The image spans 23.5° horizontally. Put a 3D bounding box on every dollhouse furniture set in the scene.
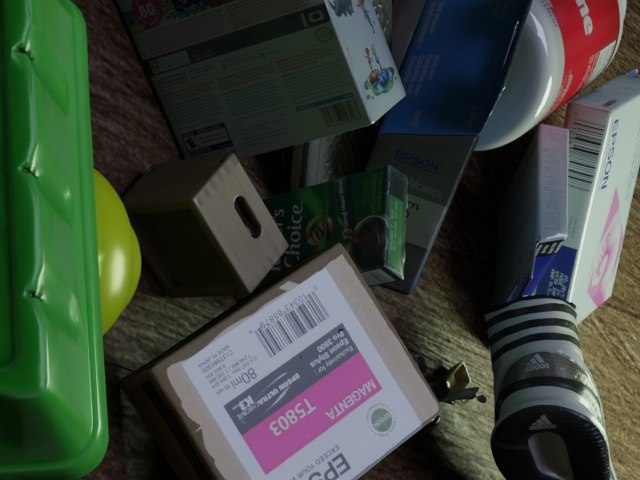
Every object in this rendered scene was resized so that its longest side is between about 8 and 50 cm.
[{"bbox_3d":[0.168,0.159,1.836,0.114,0.081,0.091,-40,113,-55],"label":"dollhouse furniture set"}]

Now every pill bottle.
[{"bbox_3d":[0.256,-0.274,1.991,0.408,0.229,0.229,-35,109,-56],"label":"pill bottle"}]

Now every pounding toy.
[{"bbox_3d":[-0.104,-0.008,1.439,0.100,0.130,0.141,-52,123,-37],"label":"pounding toy"}]

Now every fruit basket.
[{"bbox_3d":[-0.266,-0.002,1.114,0.392,0.283,0.392,178,-90,-80],"label":"fruit basket"}]

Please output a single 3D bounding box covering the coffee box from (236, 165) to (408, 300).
[{"bbox_3d":[0.000,0.000,1.531,0.040,0.184,0.113,31,55,-47],"label":"coffee box"}]

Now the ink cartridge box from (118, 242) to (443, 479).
[{"bbox_3d":[-0.032,0.143,1.401,0.235,0.088,0.193,-34,93,-30],"label":"ink cartridge box"}]

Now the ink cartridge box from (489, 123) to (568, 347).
[{"bbox_3d":[0.267,0.001,1.963,0.223,0.045,0.224,107,-8,-62],"label":"ink cartridge box"}]

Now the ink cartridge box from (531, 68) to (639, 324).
[{"bbox_3d":[0.391,-0.059,2.144,0.330,0.071,0.324,-27,130,-58],"label":"ink cartridge box"}]

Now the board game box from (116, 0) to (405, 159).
[{"bbox_3d":[-0.078,-0.238,1.455,0.097,0.224,0.303,-44,117,-53],"label":"board game box"}]

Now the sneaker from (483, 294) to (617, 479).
[{"bbox_3d":[0.291,0.227,1.865,0.447,0.169,0.257,75,15,-50],"label":"sneaker"}]

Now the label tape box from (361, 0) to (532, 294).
[{"bbox_3d":[0.123,-0.139,1.667,0.333,0.106,0.240,109,1,-48],"label":"label tape box"}]

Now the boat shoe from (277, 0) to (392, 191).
[{"bbox_3d":[-0.023,-0.284,1.634,0.187,0.156,0.500,-28,118,-63],"label":"boat shoe"}]
